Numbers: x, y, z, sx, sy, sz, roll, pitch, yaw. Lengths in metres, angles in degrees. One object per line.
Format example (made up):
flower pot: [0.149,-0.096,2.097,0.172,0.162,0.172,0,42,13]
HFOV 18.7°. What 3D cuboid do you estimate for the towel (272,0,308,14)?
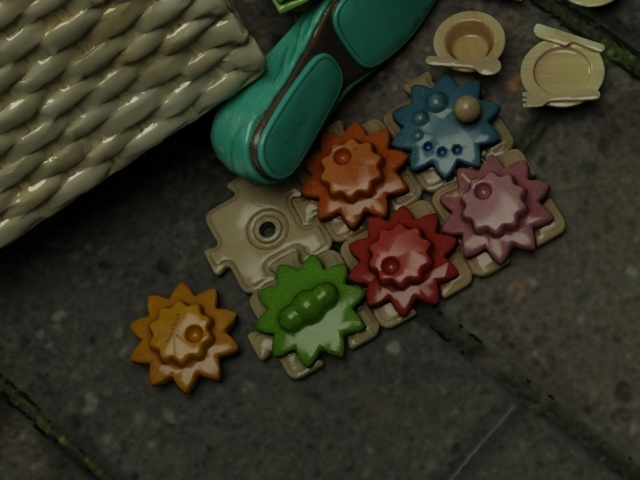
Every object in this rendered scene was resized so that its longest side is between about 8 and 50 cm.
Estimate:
towel: [0.001,-0.228,1.510,0.113,0.023,0.152,-28,25,1]

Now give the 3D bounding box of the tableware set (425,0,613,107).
tableware set: [0.160,-0.176,1.497,0.141,0.020,0.168,11,64,14]

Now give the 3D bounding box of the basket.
basket: [-0.268,-0.203,1.416,0.331,0.328,0.266,-32,50,2]

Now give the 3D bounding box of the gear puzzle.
gear puzzle: [0.000,0.000,1.464,0.339,0.044,0.175,-29,67,1]

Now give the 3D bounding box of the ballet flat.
ballet flat: [-0.004,-0.148,1.498,0.087,0.083,0.247,18,62,42]
